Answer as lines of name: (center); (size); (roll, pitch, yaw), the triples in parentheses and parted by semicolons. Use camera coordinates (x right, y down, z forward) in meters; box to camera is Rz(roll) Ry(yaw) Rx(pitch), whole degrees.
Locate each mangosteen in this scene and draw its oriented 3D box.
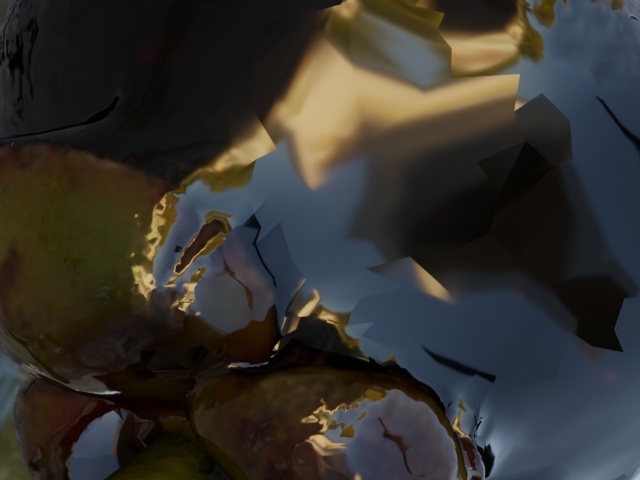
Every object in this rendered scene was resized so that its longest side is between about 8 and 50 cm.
mangosteen: (-0.001, -0.004, 0.611); (0.287, 0.233, 0.288); (-28, 138, -28)
